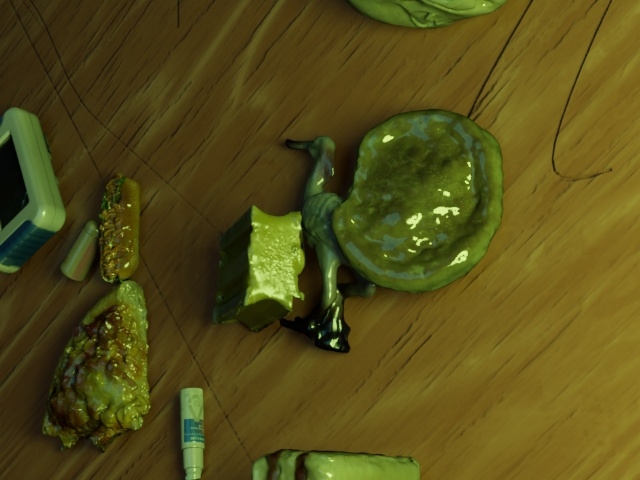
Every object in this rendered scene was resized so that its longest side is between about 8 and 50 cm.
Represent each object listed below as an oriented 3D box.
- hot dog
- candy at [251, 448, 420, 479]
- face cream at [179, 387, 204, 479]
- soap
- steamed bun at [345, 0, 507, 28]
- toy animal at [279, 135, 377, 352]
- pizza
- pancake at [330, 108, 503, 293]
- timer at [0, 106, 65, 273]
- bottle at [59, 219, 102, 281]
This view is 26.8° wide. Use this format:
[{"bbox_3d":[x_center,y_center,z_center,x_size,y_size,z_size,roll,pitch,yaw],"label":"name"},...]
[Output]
[{"bbox_3d":[-0.315,-0.015,2.084,0.072,0.055,0.188,-16,66,38],"label":"hot dog"},{"bbox_3d":[0.014,0.400,1.553,0.135,0.179,0.321,-11,70,42],"label":"candy"},{"bbox_3d":[-0.180,0.273,1.880,0.034,0.034,0.130,-20,64,39],"label":"face cream"},{"bbox_3d":[-0.084,0.040,1.760,0.233,0.076,0.135,148,128,-71],"label":"soap"},{"bbox_3d":[0.113,-0.430,1.682,0.324,0.219,0.310,28,98,44],"label":"steamed bun"},{"bbox_3d":[0.014,-0.019,1.744,0.195,0.090,0.324,-23,63,44],"label":"toy animal"},{"bbox_3d":[-0.331,0.212,2.012,0.229,0.081,0.289,44,107,42],"label":"pizza"},{"bbox_3d":[0.119,-0.053,1.631,0.222,0.042,0.236,34,82,28],"label":"pancake"},{"bbox_3d":[-0.520,-0.084,2.288,0.178,0.078,0.253,-39,55,27],"label":"timer"},{"bbox_3d":[-0.376,0.015,2.141,0.045,0.045,0.096,42,106,43],"label":"bottle"}]
